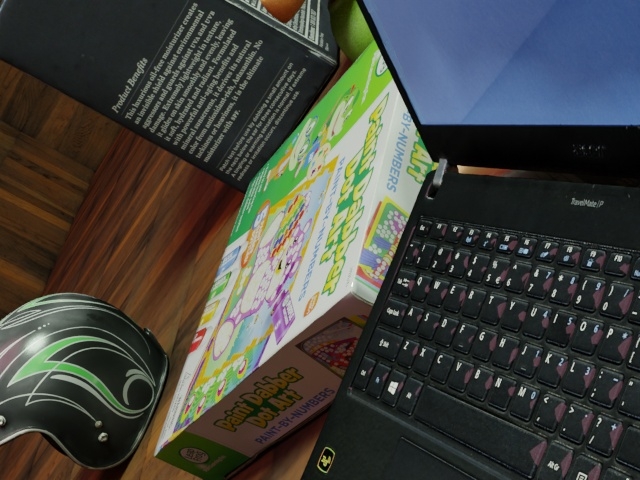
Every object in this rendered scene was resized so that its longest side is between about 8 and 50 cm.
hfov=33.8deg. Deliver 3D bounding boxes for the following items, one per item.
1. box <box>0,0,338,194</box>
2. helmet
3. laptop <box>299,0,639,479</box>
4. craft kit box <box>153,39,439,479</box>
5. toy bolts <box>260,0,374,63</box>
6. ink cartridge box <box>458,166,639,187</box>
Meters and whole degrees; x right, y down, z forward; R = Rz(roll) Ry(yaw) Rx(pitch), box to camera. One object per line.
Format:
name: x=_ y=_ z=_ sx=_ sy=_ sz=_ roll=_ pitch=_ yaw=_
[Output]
box: x=-0.149 y=-0.244 z=1.092 sx=0.183 sy=0.294 sz=0.296 roll=-53 pitch=17 yaw=26
helmet: x=-0.241 y=0.131 z=0.975 sx=0.169 sy=0.161 sz=0.169 roll=-53 pitch=18 yaw=25
laptop: x=0.034 y=-0.009 z=0.335 sx=0.234 sy=0.136 sz=0.265 roll=15 pitch=81 yaw=66
craft kit box: x=0.000 y=0.000 z=0.660 sx=0.246 sy=0.061 sz=0.250 roll=-40 pitch=26 yaw=45
toy bolts: x=0.036 y=-0.299 z=0.860 sx=0.218 sy=0.158 sz=0.229 roll=-42 pitch=25 yaw=49
ink cartridge box: x=0.129 y=-0.097 z=0.445 sx=0.145 sy=0.045 sz=0.179 roll=-23 pitch=44 yaw=65
